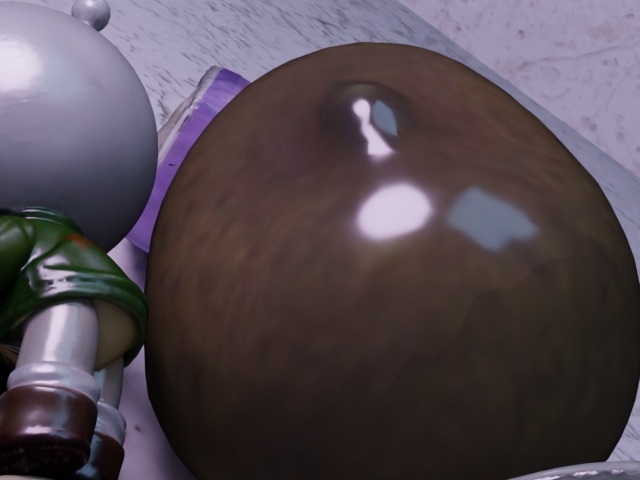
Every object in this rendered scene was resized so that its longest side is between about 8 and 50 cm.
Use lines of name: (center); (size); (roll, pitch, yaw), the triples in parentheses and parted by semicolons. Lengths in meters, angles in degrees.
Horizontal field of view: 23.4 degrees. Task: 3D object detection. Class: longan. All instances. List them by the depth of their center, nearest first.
longan: (0.044, 0.042, 1.034); (0.361, 0.361, 0.361); (30, 19, -12)

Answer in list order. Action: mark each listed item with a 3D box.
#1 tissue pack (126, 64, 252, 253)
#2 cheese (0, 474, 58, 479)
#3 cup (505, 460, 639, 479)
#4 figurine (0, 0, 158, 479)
tissue pack: (0.000, 0.000, 1.335); (0.338, 0.160, 0.242); (31, 9, -6)
cheese: (-0.174, 0.177, 0.786); (0.227, 0.064, 0.137); (9, 29, -48)
cup: (0.101, 0.219, 0.842); (0.234, 0.258, 0.186); (30, 2, 7)
figurine: (-0.181, -0.008, 0.982); (0.281, 0.167, 0.370); (68, 9, -53)
